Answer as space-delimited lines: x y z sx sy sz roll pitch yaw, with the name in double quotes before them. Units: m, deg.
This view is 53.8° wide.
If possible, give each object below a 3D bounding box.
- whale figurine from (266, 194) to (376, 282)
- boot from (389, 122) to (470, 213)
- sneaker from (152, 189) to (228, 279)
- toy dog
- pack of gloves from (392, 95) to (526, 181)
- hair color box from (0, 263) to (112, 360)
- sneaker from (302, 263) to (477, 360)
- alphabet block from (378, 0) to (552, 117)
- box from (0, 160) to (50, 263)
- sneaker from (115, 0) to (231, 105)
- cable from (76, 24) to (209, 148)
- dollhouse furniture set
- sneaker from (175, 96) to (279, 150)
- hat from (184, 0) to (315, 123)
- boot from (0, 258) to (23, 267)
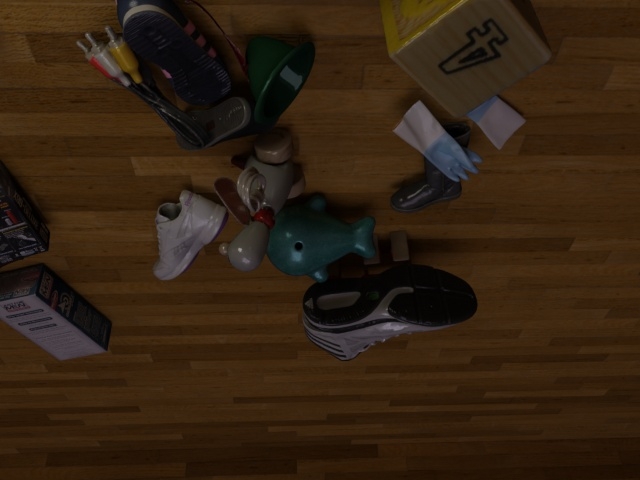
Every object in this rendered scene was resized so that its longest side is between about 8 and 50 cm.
"whale figurine" 0.000 0.000 1.507 0.271 0.141 0.217 0 99 1
"boot" 0.242 -0.160 1.413 0.189 0.076 0.208 -19 149 -2
"sneaker" -0.353 -0.018 1.557 0.152 0.114 0.305 33 128 -19
"toy dog" -0.151 -0.095 1.320 0.160 0.334 0.220 4 120 18
"pack of gloves" 0.293 -0.228 1.284 0.232 0.046 0.195 33 109 -31
"hair color box" -0.773 0.216 1.816 0.173 0.105 0.347 -12 142 12
"sneaker" 0.169 0.197 1.661 0.447 0.169 0.258 -2 149 -6
"alphabet block" 0.236 -0.362 1.053 0.193 0.193 0.197 -33 133 31
"box" -0.823 -0.035 1.442 0.307 0.077 0.243 -17 137 -2
"sneaker" -0.251 -0.354 1.116 0.112 0.131 0.319 -22 162 6
"cable" -0.333 -0.269 1.173 0.139 0.072 0.287 -1 135 42
"dollhouse furniture set" 0.134 0.116 1.717 0.259 0.135 0.262 -6 143 5
"sneaker" -0.191 -0.230 1.291 0.222 0.083 0.118 -8 179 38
"hat" -0.129 -0.347 1.169 0.183 0.173 0.208 38 148 7
"boot" -0.903 0.007 1.579 0.206 0.090 0.248 -24 136 6
